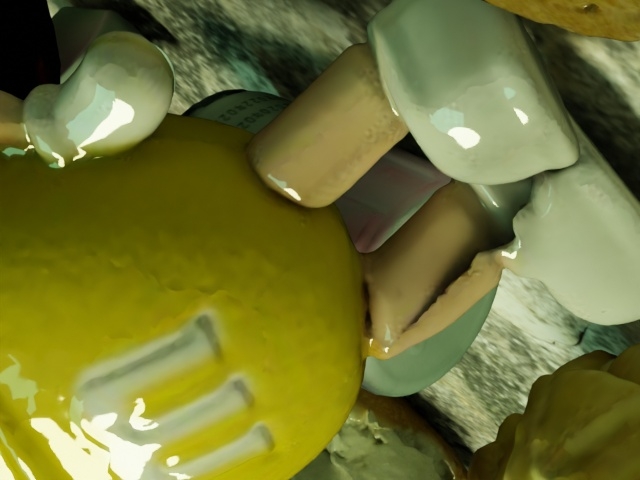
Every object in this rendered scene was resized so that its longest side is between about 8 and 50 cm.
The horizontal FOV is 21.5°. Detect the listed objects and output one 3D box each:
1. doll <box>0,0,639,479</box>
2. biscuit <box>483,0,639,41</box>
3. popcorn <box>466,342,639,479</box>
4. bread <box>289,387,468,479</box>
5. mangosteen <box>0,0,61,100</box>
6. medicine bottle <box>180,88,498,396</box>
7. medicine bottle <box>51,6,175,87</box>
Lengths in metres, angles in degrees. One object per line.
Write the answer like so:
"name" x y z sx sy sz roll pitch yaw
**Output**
"doll" -0.042 0.037 0.761 0.348 0.423 0.161 27 -149 -21
"biscuit" 0.049 -0.148 0.542 0.226 0.042 0.226 35 164 11
"popcorn" 0.197 0.184 0.870 0.332 0.225 0.265 -137 32 -61
"bread" 0.000 0.220 1.417 0.279 0.225 0.250 24 162 28
"mangosteen" -0.337 -0.108 0.915 0.421 0.381 0.381 65 167 7
"medicine bottle" 0.000 0.000 0.926 0.168 0.135 0.135 26 162 40
"medicine bottle" -0.141 -0.103 1.048 0.055 0.074 0.118 46 161 -31
